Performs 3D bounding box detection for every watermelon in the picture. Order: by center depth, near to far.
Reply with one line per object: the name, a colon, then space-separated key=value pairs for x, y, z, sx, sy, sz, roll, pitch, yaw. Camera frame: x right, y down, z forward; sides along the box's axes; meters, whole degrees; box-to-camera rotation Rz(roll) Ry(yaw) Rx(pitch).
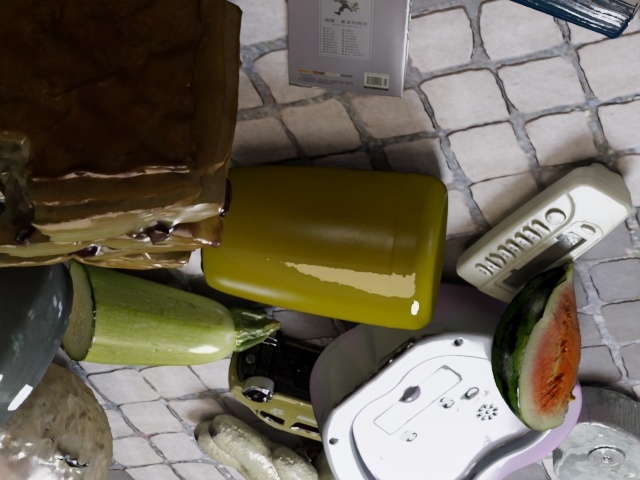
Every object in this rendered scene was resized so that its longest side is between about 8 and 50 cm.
watermelon: x=0.260 y=0.139 z=1.544 sx=0.119 sy=0.063 sz=0.245 roll=-18 pitch=124 yaw=-21

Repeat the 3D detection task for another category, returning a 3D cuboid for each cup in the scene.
cup: x=0.220 y=-0.271 z=1.170 sx=0.138 sy=0.150 sz=0.113 roll=18 pitch=174 yaw=-6

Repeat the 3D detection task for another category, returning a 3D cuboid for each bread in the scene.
bread: x=-0.248 y=-0.099 z=1.324 sx=0.370 sy=0.314 sz=0.191 roll=-4 pitch=147 yaw=10

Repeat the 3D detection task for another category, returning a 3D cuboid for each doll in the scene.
doll: x=-0.051 y=0.332 z=1.949 sx=0.278 sy=0.175 sz=0.149 roll=34 pitch=98 yaw=-14

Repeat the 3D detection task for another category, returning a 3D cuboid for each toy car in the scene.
toy car: x=-0.008 y=0.211 z=1.788 sx=0.257 sy=0.101 sz=0.124 roll=17 pitch=142 yaw=-10

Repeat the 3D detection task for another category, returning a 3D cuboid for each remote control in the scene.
remote control: x=0.255 y=-0.009 z=1.504 sx=0.090 sy=0.049 sz=0.230 roll=27 pitch=137 yaw=-20

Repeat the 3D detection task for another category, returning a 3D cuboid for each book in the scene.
book: x=0.028 y=-0.218 z=1.333 sx=0.127 sy=0.014 sz=0.181 roll=7 pitch=141 yaw=5

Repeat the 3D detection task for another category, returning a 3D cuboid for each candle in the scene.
candle: x=0.396 y=0.272 z=1.795 sx=0.168 sy=0.068 sz=0.192 roll=0 pitch=143 yaw=11

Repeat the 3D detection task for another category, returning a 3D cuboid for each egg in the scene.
egg: x=-0.427 y=0.287 z=1.854 sx=0.279 sy=0.279 sz=0.310 roll=-4 pitch=133 yaw=18

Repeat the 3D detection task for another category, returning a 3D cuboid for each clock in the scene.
clock: x=0.155 y=0.217 z=1.667 sx=0.338 sy=0.102 sz=0.338 roll=-5 pitch=125 yaw=-7

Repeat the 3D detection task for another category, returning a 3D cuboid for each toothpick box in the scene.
toothpick box: x=0.000 y=0.000 z=1.479 sx=0.271 sy=0.175 sz=0.175 roll=7 pitch=141 yaw=9

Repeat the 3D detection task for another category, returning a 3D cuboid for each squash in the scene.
squash: x=-0.200 y=0.118 z=1.699 sx=0.287 sy=0.137 sz=0.137 roll=14 pitch=141 yaw=-5

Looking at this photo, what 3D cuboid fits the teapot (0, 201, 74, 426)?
teapot: x=-0.476 y=0.010 z=1.442 sx=0.305 sy=0.376 sz=0.362 roll=-25 pitch=132 yaw=35
